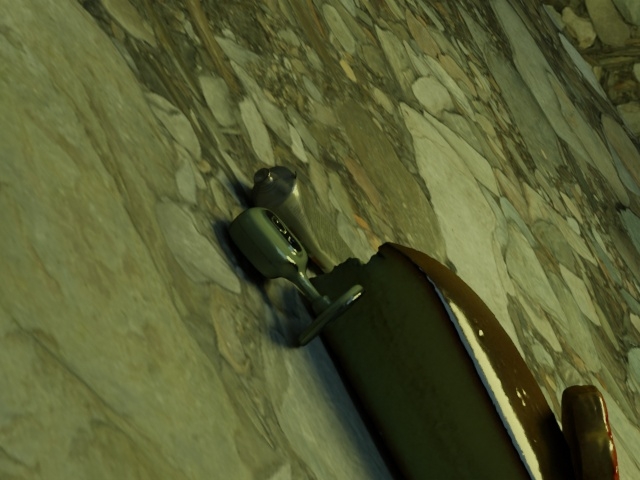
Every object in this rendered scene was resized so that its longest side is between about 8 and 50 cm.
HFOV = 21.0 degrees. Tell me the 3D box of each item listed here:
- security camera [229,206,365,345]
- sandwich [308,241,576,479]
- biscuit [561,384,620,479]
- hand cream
[{"bbox_3d":[-0.019,0.016,1.108,0.092,0.058,0.058,50,19,5],"label":"security camera"},{"bbox_3d":[0.092,0.118,1.146,0.258,0.094,0.096,63,24,11],"label":"sandwich"},{"bbox_3d":[0.193,0.195,1.195,0.166,0.036,0.225,-88,171,-67],"label":"biscuit"},{"bbox_3d":[0.000,0.000,1.214,0.165,0.037,0.057,49,19,-44],"label":"hand cream"}]
